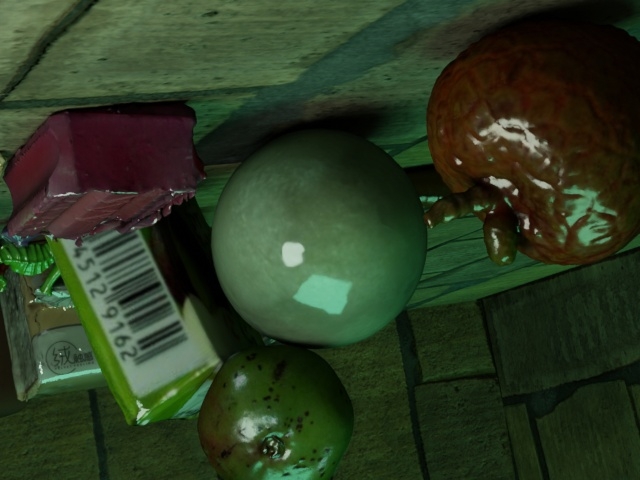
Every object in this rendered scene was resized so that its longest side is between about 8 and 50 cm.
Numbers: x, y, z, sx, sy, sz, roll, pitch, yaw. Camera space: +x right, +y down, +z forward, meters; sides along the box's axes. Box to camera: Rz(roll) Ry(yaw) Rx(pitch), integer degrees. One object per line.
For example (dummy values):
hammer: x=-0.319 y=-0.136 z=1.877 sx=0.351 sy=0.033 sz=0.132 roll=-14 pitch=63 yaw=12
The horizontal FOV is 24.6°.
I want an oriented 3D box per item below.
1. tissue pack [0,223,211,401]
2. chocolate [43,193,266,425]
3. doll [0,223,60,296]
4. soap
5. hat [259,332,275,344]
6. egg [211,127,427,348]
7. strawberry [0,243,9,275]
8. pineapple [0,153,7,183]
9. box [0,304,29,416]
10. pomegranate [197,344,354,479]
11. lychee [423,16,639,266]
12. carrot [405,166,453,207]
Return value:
tissue pack: x=-0.287 y=0.091 z=2.113 sx=0.305 sy=0.239 sz=0.238 roll=-7 pitch=171 yaw=-25
chocolate: x=-0.196 y=0.068 z=1.820 sx=0.137 sy=0.301 sz=0.289 roll=-27 pitch=170 yaw=9
doll: x=-0.373 y=0.026 z=1.920 sx=0.190 sy=0.115 sz=0.050 roll=-8 pitch=-152 yaw=-34
soap: x=-0.240 y=-0.060 z=1.536 sx=0.162 sy=0.099 sz=0.250 roll=-7 pitch=171 yaw=-28
hat: x=-0.120 y=0.057 z=2.309 sx=0.161 sy=0.232 sz=0.275 roll=32 pitch=133 yaw=-21
egg: x=0.000 y=0.000 z=1.726 sx=0.258 sy=0.258 sz=0.352 roll=-12 pitch=165 yaw=1
strawberry: x=-0.508 y=0.063 z=1.967 sx=0.190 sy=0.111 sz=0.236 roll=-7 pitch=170 yaw=-15
pineapple: x=-0.371 y=-0.050 z=1.539 sx=0.114 sy=0.077 sz=0.114 roll=-30 pitch=169 yaw=24
box: x=-0.636 y=0.192 z=2.238 sx=0.339 sy=0.239 sz=0.229 roll=-17 pitch=172 yaw=36
pomegranate: x=-0.051 y=0.200 z=1.702 sx=0.181 sy=0.182 sz=0.224 roll=-11 pitch=-171 yaw=-1
lychee: x=0.223 y=-0.095 z=1.441 sx=0.255 sy=0.255 sz=0.300 roll=-22 pitch=-159 yaw=53
carrot: x=0.130 y=-0.078 z=2.117 sx=0.336 sy=0.069 sz=0.069 roll=-2 pitch=169 yaw=-20
